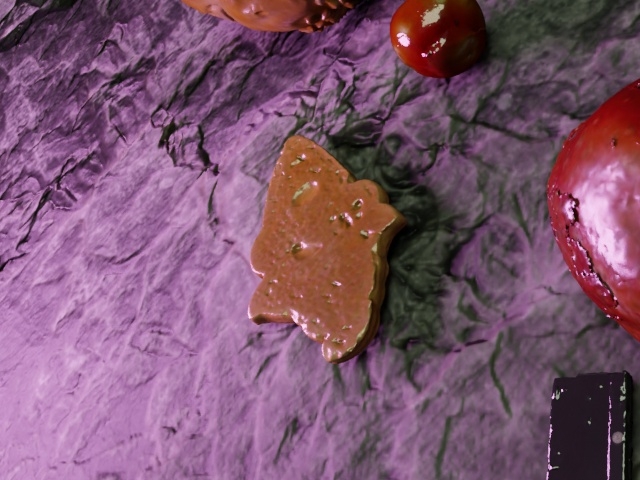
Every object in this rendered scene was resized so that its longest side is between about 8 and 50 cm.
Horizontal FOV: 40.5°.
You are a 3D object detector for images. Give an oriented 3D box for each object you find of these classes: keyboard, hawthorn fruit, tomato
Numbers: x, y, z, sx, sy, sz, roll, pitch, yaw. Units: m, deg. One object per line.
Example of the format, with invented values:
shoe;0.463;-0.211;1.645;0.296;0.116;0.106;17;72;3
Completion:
keyboard;0.173;0.180;0.559;0.060;0.018;0.196;-11;58;40
hawthorn fruit;0.219;-0.020;0.547;0.181;0.181;0.235;-52;32;0
tomato;0.108;-0.183;0.772;0.087;0.087;0.075;-38;52;12

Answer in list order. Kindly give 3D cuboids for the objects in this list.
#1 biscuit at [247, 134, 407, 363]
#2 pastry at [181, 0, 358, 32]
biscuit;0.000;0.000;0.776;0.162;0.035;0.250;-25;53;16
pastry;-0.038;-0.339;0.915;0.310;0.161;0.255;32;95;47
